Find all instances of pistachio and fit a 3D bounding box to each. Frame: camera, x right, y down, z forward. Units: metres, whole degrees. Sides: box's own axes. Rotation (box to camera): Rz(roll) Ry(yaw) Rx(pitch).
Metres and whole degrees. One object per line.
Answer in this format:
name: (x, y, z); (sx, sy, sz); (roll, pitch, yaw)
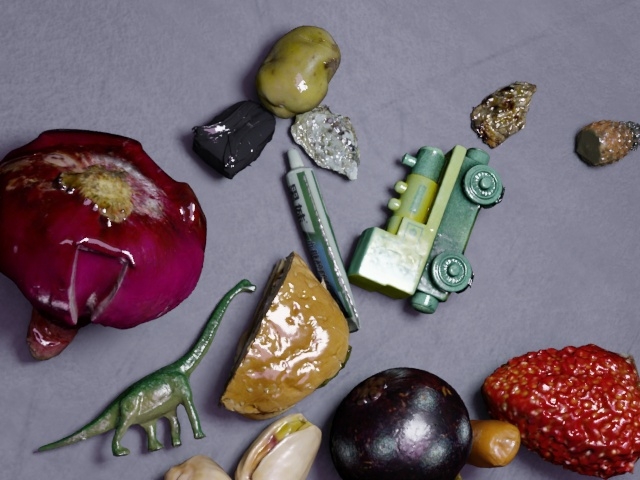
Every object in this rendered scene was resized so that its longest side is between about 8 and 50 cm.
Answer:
pistachio: (-0.081, 0.428, 1.753); (0.200, 0.117, 0.145); (-53, 137, -22)
pistachio: (-0.210, 0.513, 1.693); (0.157, 0.157, 0.229); (-26, 104, -17)

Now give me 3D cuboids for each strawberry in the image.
strawberry: (0.499, 0.352, 1.872); (0.343, 0.292, 0.292); (2, 83, 8)

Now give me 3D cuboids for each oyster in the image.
oyster: (0.410, -0.283, 2.001); (0.177, 0.056, 0.105); (-33, 86, -12)
oyster: (0.021, -0.209, 1.875); (0.177, 0.064, 0.125); (33, 80, -8)

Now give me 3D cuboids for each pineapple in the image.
pineapple: (0.671, -0.228, 2.045); (0.198, 0.108, 0.108); (-14, 88, -25)

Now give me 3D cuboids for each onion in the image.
onion: (-0.414, 0.036, 1.623); (0.398, 0.398, 0.420); (13, 123, -14)

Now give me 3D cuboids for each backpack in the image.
backpack: (-0.164, -0.199, 1.799); (0.120, 0.106, 0.165); (44, 56, 15)

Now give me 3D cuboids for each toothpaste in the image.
toothpaste: (0.000, 0.000, 1.836); (0.061, 0.099, 0.392); (-16, 85, -23)

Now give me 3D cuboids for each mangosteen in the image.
mangosteen: (0.159, 0.386, 1.745); (0.288, 0.288, 0.288); (2, 83, -16)

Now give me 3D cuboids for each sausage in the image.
sausage: (0.320, 0.400, 1.800); (0.098, 0.238, 0.098); (2, 80, -14)

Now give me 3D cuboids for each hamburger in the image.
hamburger: (-0.042, 0.203, 1.759); (0.209, 0.162, 0.330); (26, 73, -10)

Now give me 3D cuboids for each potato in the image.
potato: (-0.047, -0.332, 1.810); (0.137, 0.154, 0.200); (30, 60, -11)

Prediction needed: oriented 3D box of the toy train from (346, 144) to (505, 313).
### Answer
toy train: (0.221, -0.043, 1.876); (0.237, 0.150, 0.369); (23, 76, -6)

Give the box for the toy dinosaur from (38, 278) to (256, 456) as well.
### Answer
toy dinosaur: (-0.317, 0.243, 1.724); (0.447, 0.087, 0.301); (-8, 74, -12)
